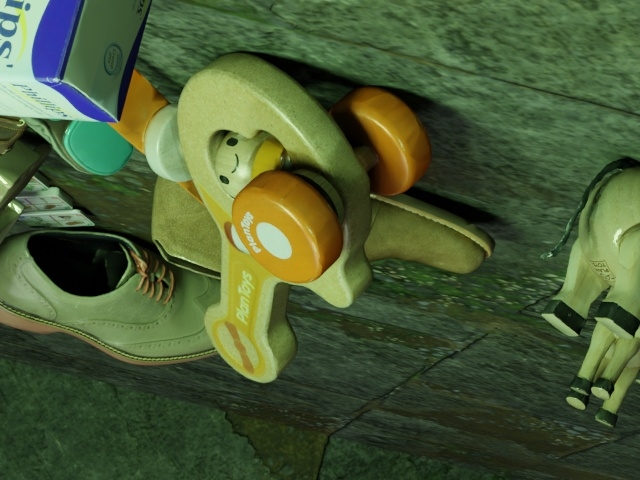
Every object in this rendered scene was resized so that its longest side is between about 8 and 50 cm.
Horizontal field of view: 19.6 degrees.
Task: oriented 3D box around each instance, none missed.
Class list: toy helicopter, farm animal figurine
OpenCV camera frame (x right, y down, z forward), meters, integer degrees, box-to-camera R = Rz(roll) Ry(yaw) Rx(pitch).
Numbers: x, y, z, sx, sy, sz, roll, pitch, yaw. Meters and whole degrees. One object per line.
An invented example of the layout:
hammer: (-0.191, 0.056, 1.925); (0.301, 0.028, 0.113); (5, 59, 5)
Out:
toy helicopter: (-0.062, -0.010, 1.449); (0.235, 0.140, 0.355); (34, 147, 18)
farm animal figurine: (0.301, 0.045, 1.447); (0.330, 0.172, 0.327); (10, 158, 48)

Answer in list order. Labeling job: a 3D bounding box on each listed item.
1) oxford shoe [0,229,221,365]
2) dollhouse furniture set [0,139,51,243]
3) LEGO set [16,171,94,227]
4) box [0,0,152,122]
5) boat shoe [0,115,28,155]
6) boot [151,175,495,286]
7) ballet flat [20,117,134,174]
oxford shoe: (-0.212, 0.062, 2.093); (0.348, 0.123, 0.130); (9, 156, -34)
dollhouse furniture set: (-0.446, -0.075, 1.763); (0.303, 0.286, 0.198); (37, -156, -3)
LEGO set: (-0.381, -0.054, 1.957); (0.244, 0.060, 0.182); (-3, 164, 14)
box: (-0.180, -0.144, 1.136); (0.137, 0.126, 0.072); (5, 164, 28)
boat shoe: (-0.322, -0.130, 1.491); (0.073, 0.073, 0.207); (-37, 139, 23)
boot: (0.000, 0.000, 1.626); (0.305, 0.115, 0.112); (13, 166, -8)
ballet flat: (-0.210, -0.115, 1.471); (0.068, 0.072, 0.213); (37, 177, 23)
